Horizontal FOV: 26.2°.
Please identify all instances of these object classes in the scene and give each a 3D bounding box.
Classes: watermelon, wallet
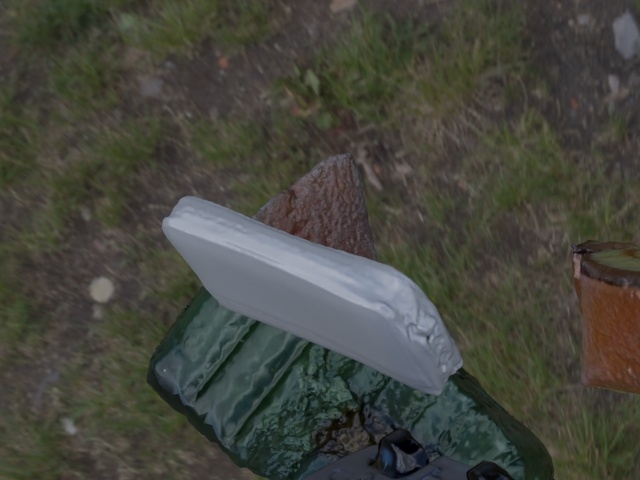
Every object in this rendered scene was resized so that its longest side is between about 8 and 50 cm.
[{"bbox_3d":[-0.005,0.020,1.440,0.207,0.136,0.202,21,114,-10],"label":"watermelon"},{"bbox_3d":[-0.007,0.029,0.759,0.190,0.095,0.033,19,65,41],"label":"wallet"}]

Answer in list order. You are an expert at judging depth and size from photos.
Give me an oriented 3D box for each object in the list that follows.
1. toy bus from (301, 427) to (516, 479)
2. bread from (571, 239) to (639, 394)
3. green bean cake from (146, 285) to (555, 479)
[{"bbox_3d":[0.046,0.193,0.729,0.126,0.209,0.136,-29,103,-19],"label":"toy bus"},{"bbox_3d":[0.296,0.063,1.070,0.190,0.244,0.123,-6,98,-32],"label":"bread"},{"bbox_3d":[0.044,0.156,1.203,0.308,0.300,0.169,41,96,29],"label":"green bean cake"}]
